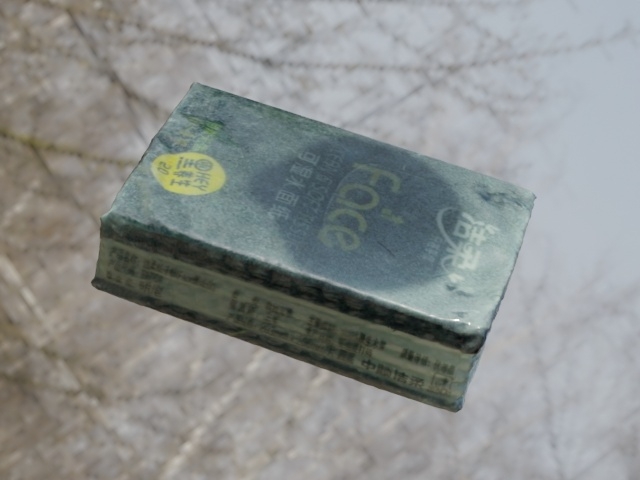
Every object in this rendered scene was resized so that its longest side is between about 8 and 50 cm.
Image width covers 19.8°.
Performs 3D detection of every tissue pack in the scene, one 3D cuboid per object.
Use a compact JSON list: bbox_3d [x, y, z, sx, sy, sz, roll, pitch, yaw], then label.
[{"bbox_3d":[0.000,0.000,1.226,0.257,0.185,0.081,18,-52,6],"label":"tissue pack"}]
